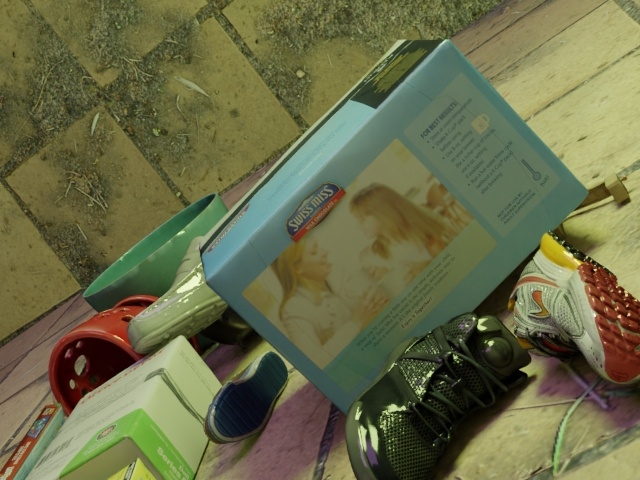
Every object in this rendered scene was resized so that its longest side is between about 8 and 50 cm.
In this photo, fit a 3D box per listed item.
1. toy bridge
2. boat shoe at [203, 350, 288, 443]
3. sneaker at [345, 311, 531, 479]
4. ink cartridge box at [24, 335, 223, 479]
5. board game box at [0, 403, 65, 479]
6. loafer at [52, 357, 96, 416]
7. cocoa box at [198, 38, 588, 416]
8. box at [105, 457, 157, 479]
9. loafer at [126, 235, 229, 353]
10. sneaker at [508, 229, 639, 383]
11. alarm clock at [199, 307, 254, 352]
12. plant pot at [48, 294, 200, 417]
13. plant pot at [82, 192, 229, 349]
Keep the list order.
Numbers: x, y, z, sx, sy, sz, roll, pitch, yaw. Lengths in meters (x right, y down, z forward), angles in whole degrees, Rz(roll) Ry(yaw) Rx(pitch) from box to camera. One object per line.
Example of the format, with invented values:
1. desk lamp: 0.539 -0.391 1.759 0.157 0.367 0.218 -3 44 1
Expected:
1. toy bridge: 0.260 -0.020 1.131 0.188 0.026 0.063 -34 11 19
2. boat shoe: -0.099 0.203 1.241 0.066 0.066 0.183 -36 1 28
3. sneaker: 0.101 0.131 0.861 0.130 0.087 0.227 -37 5 31
4. ink cartridge box: -0.250 0.264 1.294 0.198 0.115 0.273 -33 13 16
5. board game box: -0.372 0.338 1.310 0.027 0.145 0.281 -8 16 5
6. loafer: -0.391 0.225 1.915 0.092 0.102 0.268 -19 31 52
7. cocoa box: 0.065 -0.022 1.108 0.347 0.231 0.228 -45 13 1
8. box: -0.270 0.343 1.124 0.232 0.087 0.058 -33 12 12
9. loafer: -0.164 0.051 1.477 0.319 0.111 0.112 -36 -11 -37
10. sneaker: 0.214 0.070 0.833 0.092 0.088 0.225 -56 8 11
11. alarm clock: -0.149 0.085 1.595 0.064 0.129 0.192 -54 19 30
12. plant pot: -0.285 0.185 1.537 0.191 0.191 0.174 -30 7 31
13. plant pot: -0.238 0.081 1.763 0.290 0.195 0.290 -35 12 8
